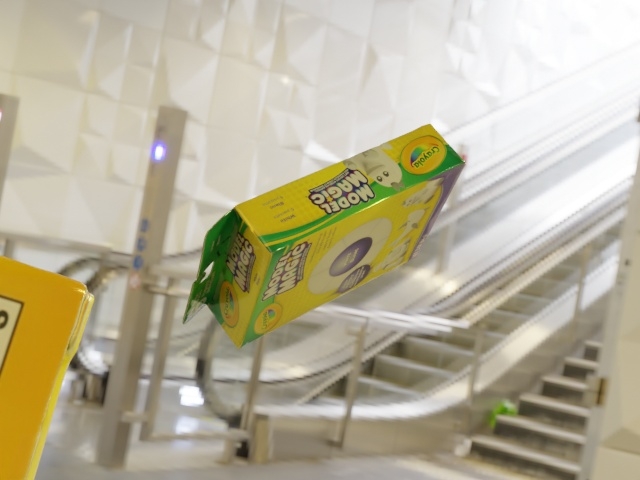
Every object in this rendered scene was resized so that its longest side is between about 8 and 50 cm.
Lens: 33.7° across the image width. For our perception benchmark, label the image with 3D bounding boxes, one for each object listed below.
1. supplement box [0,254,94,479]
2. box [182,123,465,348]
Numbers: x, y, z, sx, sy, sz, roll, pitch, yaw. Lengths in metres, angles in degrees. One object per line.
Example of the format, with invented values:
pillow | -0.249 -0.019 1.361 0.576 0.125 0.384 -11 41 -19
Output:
supplement box | -0.296 0.067 0.387 0.357 0.194 0.195 20 -19 -18
box | 0.000 0.000 0.653 0.179 0.105 0.043 -24 63 -30
